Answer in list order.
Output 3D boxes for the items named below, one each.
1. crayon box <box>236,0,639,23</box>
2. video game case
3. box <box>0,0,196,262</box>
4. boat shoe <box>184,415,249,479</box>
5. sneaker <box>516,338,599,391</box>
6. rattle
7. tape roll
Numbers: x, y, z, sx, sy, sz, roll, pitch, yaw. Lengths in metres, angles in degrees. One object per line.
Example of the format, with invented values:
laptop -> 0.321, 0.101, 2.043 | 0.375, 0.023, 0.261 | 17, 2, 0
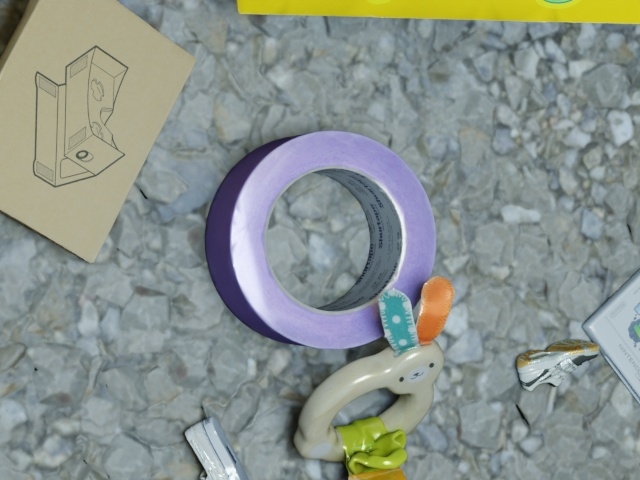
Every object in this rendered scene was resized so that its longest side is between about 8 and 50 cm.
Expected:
crayon box -> 0.110, -0.341, 1.403 | 0.363, 0.106, 0.313 | 2, 117, 8
video game case -> 0.347, 0.085, 1.668 | 0.157, 0.019, 0.143 | -42, 103, -15
box -> -0.205, -0.104, 1.440 | 0.164, 0.021, 0.201 | 34, 78, -40
boat shoe -> -0.087, 0.203, 1.508 | 0.035, 0.035, 0.100 | -24, 103, 9
sneaker -> 0.222, 0.117, 1.621 | 0.083, 0.032, 0.037 | -13, 108, -14
rattle -> 0.070, 0.148, 1.465 | 0.130, 0.143, 0.199 | 24, 123, -28
tape roll -> 0.000, 0.000, 1.513 | 0.189, 0.080, 0.189 | 0, 90, -19
